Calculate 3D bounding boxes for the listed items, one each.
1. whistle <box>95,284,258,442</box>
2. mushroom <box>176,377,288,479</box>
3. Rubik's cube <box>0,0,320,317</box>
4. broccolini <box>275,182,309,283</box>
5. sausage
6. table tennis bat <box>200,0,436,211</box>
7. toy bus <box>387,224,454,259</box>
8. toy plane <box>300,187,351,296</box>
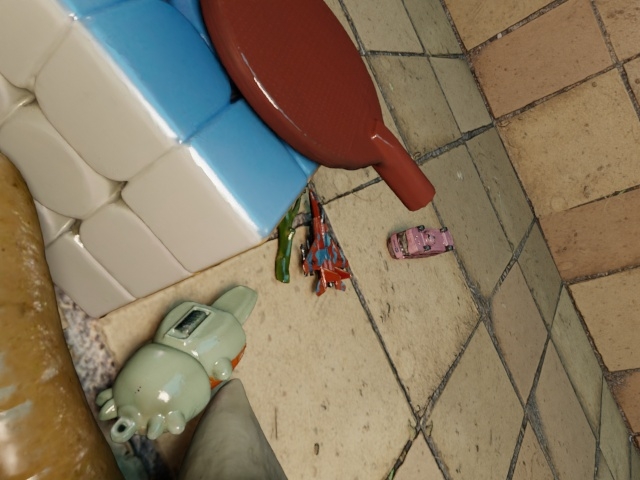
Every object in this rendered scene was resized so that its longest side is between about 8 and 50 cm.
[{"bbox_3d":[-0.147,0.128,0.534,0.102,0.105,0.253,36,36,-1],"label":"whistle"},{"bbox_3d":[-0.075,0.245,0.372,0.126,0.397,0.177,-20,89,-9],"label":"mushroom"},{"bbox_3d":[-0.174,-0.141,0.485,0.290,0.291,0.291,52,39,-20],"label":"Rubik's cube"},{"bbox_3d":[-0.053,-0.029,0.792,0.067,0.058,0.216,3,72,-6],"label":"broccolini"},{"bbox_3d":[-0.240,0.158,0.369,0.136,0.123,0.500,-24,99,-48],"label":"sausage"},{"bbox_3d":[0.015,-0.141,0.447,0.310,0.038,0.200,44,43,-29],"label":"table tennis bat"},{"bbox_3d":[0.238,0.008,1.085,0.203,0.090,0.063,1,71,-51],"label":"toy bus"},{"bbox_3d":[-0.003,0.001,0.818,0.130,0.061,0.189,-3,70,-51],"label":"toy plane"}]
